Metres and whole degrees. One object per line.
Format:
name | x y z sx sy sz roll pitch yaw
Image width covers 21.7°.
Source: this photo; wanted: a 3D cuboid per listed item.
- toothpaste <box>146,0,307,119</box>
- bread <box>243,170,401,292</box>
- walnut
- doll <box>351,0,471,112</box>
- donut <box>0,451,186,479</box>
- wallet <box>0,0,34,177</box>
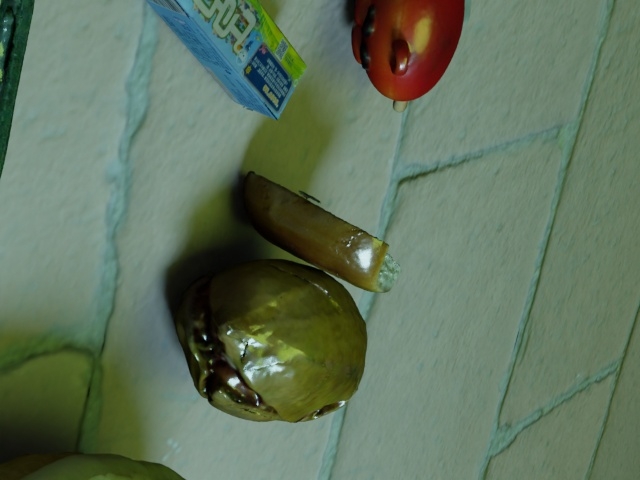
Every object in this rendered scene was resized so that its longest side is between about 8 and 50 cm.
toothpaste | -0.062 -0.157 1.143 0.070 0.044 0.193 -61 153 -10
bread | 0.000 0.000 1.291 0.044 0.129 0.126 -63 156 -6
walnut | -0.036 0.077 1.298 0.137 0.137 0.245 -64 156 -5
doll | 0.078 -0.184 1.341 0.217 0.085 0.183 -64 161 -46
donut | -0.211 0.345 1.111 0.449 0.198 0.449 -42 145 -40
wallet | -0.237 -0.051 0.909 0.160 0.055 0.236 -13 123 -50
